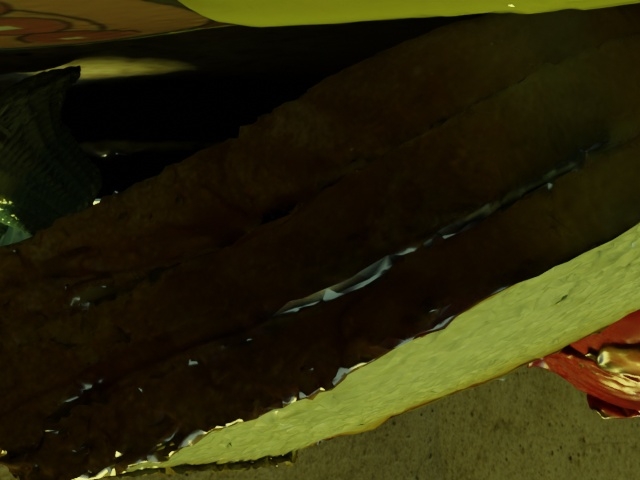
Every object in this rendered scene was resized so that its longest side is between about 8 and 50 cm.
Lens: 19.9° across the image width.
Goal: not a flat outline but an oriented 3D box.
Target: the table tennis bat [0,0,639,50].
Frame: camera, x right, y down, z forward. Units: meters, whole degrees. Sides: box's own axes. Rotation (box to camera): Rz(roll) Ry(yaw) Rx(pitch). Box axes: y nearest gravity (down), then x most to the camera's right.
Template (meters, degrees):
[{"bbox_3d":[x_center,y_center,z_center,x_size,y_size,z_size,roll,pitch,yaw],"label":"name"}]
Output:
[{"bbox_3d":[-0.038,-0.062,0.362,0.368,0.054,0.224,-3,179,34],"label":"table tennis bat"}]

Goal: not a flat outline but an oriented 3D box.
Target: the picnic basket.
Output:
[{"bbox_3d":[-0.119,-0.035,0.650,0.083,0.083,0.065,37,168,-19],"label":"picnic basket"}]

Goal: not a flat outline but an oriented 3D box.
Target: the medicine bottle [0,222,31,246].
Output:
[{"bbox_3d":[-0.192,-0.008,0.730,0.191,0.051,0.051,7,-178,25],"label":"medicine bottle"}]

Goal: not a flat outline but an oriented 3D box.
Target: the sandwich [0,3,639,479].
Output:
[{"bbox_3d":[0.040,0.004,0.698,0.271,0.099,0.301,-29,167,15],"label":"sandwich"}]

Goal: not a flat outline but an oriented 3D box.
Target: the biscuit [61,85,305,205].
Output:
[{"bbox_3d":[-0.079,-0.030,0.799,0.194,0.053,0.194,-4,177,0],"label":"biscuit"}]

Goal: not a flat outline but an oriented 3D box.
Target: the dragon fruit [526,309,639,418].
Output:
[{"bbox_3d":[0.205,0.019,1.027,0.209,0.172,0.172,-19,179,-9],"label":"dragon fruit"}]
